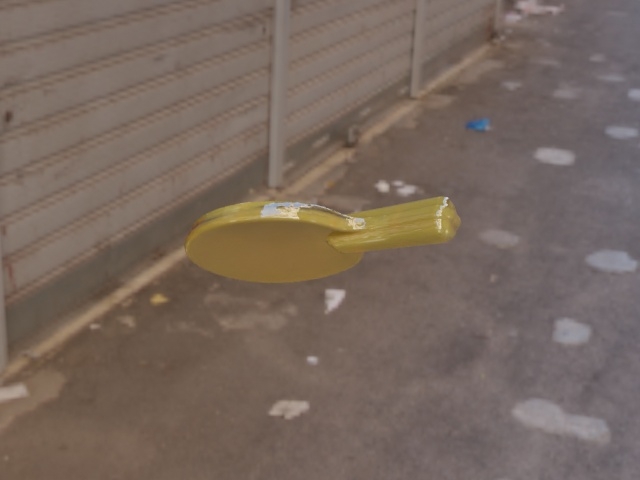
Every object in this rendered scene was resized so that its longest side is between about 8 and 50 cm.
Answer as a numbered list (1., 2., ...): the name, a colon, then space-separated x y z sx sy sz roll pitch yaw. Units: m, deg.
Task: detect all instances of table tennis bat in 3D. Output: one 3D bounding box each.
1. table tennis bat: 0.000 0.000 1.237 0.320 0.050 0.198 -10 -27 22
